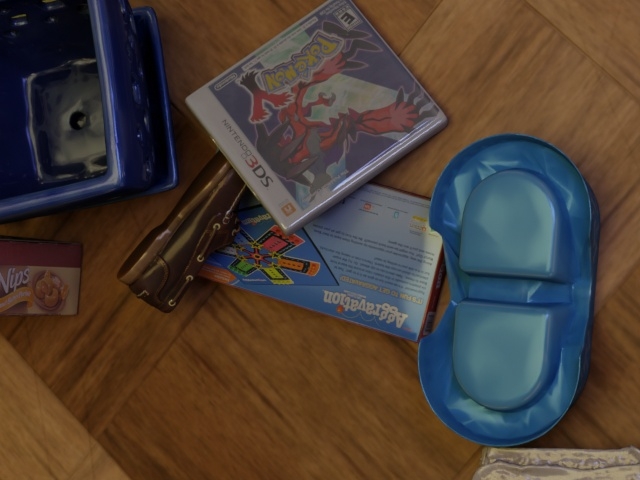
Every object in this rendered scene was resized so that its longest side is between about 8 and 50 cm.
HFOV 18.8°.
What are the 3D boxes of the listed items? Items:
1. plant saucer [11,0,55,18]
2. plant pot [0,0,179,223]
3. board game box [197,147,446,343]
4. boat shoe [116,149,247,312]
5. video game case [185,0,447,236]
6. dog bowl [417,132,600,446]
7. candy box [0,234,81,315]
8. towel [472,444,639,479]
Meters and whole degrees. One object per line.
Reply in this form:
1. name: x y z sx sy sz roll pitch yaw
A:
1. plant saucer: -0.359 -0.303 2.177 0.188 0.045 0.188 -17 80 26
2. plant pot: -0.281 -0.138 2.024 0.236 0.212 0.236 -11 85 17
3. board game box: 0.000 0.000 1.990 0.281 0.027 0.145 16 94 27
4. boat shoe: -0.120 -0.018 2.003 0.073 0.073 0.207 38 98 -14
5. video game case: -0.005 -0.130 1.952 0.201 0.023 0.183 -35 71 -7
6. dog bowl: 0.189 0.048 1.865 0.166 0.074 0.297 4 90 27
7. candy box: -0.444 0.030 2.129 0.316 0.183 0.087 5 91 27
8. towel: 0.233 0.334 1.828 0.187 0.049 0.282 -2 87 17
